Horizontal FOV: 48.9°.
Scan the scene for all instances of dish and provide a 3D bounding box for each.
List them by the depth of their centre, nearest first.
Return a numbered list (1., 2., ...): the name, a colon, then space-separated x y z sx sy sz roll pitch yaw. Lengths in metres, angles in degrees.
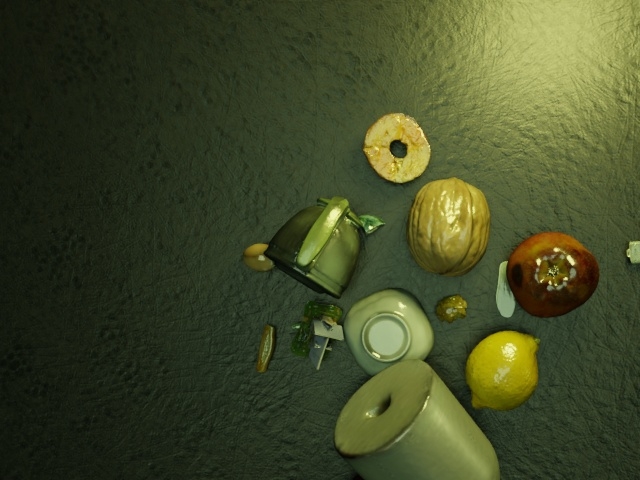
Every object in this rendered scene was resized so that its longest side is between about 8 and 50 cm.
1. dish: 0.180 0.255 1.899 0.256 0.117 0.256 0 89 9

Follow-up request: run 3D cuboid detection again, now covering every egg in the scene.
1. egg: -0.172 0.048 1.973 0.096 0.080 0.080 0 89 7

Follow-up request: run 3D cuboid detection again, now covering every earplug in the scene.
1. earplug: 0.264 0.545 1.764 0.312 0.312 0.394 -38 105 6

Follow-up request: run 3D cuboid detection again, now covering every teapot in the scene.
1. teapot: -0.016 -0.007 1.841 0.239 0.321 0.239 26 84 32

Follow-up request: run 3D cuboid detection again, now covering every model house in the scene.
1. model house: -0.002 0.263 1.909 0.117 0.088 0.167 17 102 -17

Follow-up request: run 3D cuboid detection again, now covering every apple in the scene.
1. apple: 0.590 0.084 1.792 0.229 0.230 0.230 0 89 9

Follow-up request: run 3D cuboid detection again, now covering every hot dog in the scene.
1. hot dog: -0.152 0.308 1.992 0.044 0.028 0.137 10 88 34

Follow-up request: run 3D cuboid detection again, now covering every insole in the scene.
1. insole: 0.504 0.133 1.909 0.053 0.002 0.153 3 90 9

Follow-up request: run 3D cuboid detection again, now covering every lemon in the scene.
1. lemon: 0.472 0.337 1.821 0.187 0.187 0.244 37 95 7

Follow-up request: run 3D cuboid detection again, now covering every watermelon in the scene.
1. watermelon: 0.132 -0.035 1.942 0.085 0.085 0.061 12 126 8

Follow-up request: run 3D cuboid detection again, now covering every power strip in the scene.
1. power strip: 0.927 0.024 1.834 0.252 0.027 0.060 -4 88 8

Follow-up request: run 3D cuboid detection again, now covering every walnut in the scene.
1. walnut: 0.334 -0.037 1.834 0.224 0.225 0.261 6 85 9

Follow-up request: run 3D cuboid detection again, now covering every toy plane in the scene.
1. toy plane: -0.028 0.238 1.965 0.111 0.040 0.102 -2 88 -10

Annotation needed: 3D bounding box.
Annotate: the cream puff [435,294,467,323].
1. cream puff: 0.355 0.185 1.902 0.083 0.058 0.083 17 90 10

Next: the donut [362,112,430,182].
1. donut: 0.210 -0.249 1.924 0.190 0.074 0.174 42 94 3

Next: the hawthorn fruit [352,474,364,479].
1. hawthorn fruit: 0.146 0.726 1.887 0.157 0.157 0.194 -20 107 8
